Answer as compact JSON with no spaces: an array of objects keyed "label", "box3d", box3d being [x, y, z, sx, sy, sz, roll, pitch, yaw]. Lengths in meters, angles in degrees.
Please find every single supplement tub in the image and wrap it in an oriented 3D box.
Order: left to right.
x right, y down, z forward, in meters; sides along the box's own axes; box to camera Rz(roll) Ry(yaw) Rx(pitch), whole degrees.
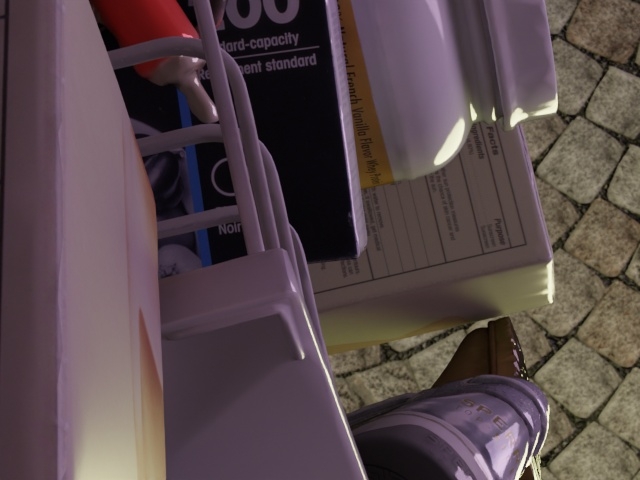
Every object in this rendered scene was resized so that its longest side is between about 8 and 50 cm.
[{"label":"supplement tub","box3d":[-0.045,-0.128,1.057,0.228,0.316,0.228,-11,90,-86]}]

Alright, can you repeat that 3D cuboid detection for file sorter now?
[{"label":"file sorter","box3d":[-0.095,0.040,0.771,0.278,0.193,0.173,72,4,-59]}]

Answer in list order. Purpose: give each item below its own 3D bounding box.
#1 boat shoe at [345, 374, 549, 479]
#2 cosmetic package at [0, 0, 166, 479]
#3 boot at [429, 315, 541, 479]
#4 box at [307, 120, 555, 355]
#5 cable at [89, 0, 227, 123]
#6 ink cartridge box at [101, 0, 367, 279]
[{"label":"boat shoe","box3d":[-0.011,0.157,1.001,0.118,0.320,0.103,53,44,1]},{"label":"cosmetic package","box3d":[-0.119,0.076,0.494,0.129,0.153,0.296,75,8,-50]},{"label":"boot","box3d":[0.012,0.139,1.336,0.236,0.269,0.089,-69,145,-74]},{"label":"box","box3d":[0.000,0.000,1.374,0.121,0.311,0.148,69,9,-71]},{"label":"cable","box3d":[-0.134,-0.160,0.842,0.287,0.139,0.072,65,-8,-14]},{"label":"ink cartridge box","box3d":[-0.092,-0.082,0.928,0.045,0.206,0.208,-75,157,-82]}]
